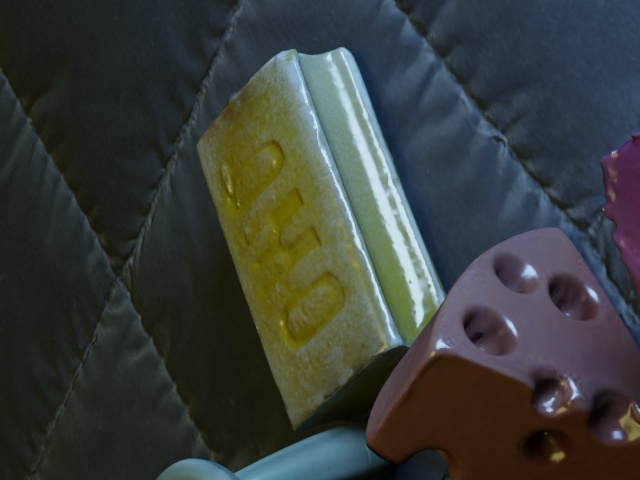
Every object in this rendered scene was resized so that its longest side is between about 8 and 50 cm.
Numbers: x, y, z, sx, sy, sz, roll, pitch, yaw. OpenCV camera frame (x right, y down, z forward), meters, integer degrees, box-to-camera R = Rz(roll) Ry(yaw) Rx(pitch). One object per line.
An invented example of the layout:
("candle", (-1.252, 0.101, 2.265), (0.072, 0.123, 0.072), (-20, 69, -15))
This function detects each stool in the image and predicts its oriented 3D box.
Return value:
("stool", (-0.022, 0.260, 1.599), (0.195, 0.199, 0.195), (-53, 53, 44))

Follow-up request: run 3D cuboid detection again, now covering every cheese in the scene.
("cheese", (0.122, 0.107, 1.393), (0.128, 0.177, 0.203), (-57, 49, 41))

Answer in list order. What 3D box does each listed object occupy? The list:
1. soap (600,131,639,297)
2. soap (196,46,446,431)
("soap", (0.287, -0.010, 1.224), (0.250, 0.099, 0.162), (25, 120, 52))
("soap", (0.000, 0.000, 1.639), (0.173, 0.089, 0.274), (-45, 58, 46))
